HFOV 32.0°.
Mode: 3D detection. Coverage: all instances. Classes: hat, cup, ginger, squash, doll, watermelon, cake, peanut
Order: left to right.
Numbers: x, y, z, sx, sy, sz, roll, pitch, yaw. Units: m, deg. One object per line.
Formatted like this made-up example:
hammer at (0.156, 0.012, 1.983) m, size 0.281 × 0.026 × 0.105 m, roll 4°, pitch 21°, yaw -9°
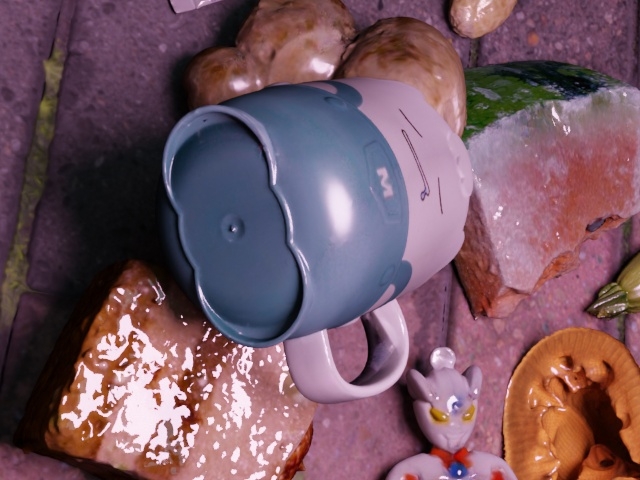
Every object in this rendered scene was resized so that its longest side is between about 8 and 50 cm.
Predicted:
cake at (-0.122, 0.166, 1.071) m, size 0.293 × 0.198 × 0.196 m, roll 30°, pitch 66°, yaw -18°
cup at (0.000, 0.000, 0.992) m, size 0.257 × 0.219 × 0.290 m, roll -19°, pitch 94°, yaw -59°
ginger at (0.011, -0.174, 1.203) m, size 0.303 × 0.155 × 0.245 m, roll 13°, pitch 50°, yaw 14°
doll at (0.144, 0.309, 1.214) m, size 0.188 × 0.099 × 0.384 m, roll -3°, pitch 81°, yaw -12°
peanut at (0.220, -0.323, 1.391) m, size 0.080 × 0.080 × 0.174 m, roll 40°, pitch 67°, yaw -13°
watermelon at (0.252, -0.088, 1.317) m, size 0.264 × 0.151 × 0.302 m, roll -23°, pitch 89°, yaw -26°
hat at (0.370, 0.245, 1.288) m, size 0.233 × 0.244 × 0.234 m, roll 22°, pitch 78°, yaw -34°
squash at (0.475, 0.024, 1.432) m, size 0.340 × 0.094 × 0.095 m, roll -21°, pitch 89°, yaw -26°

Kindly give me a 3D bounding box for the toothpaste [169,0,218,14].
toothpaste at (-0.058, -0.350, 1.285) m, size 0.282 × 0.068 × 0.099 m, roll -20°, pitch 61°, yaw -20°
